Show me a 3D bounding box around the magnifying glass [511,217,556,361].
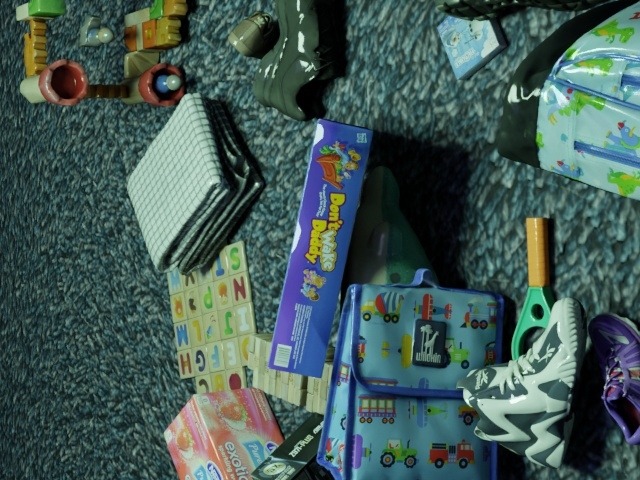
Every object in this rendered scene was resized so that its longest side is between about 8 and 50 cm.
[{"bbox_3d":[0.290,0.085,1.421,0.092,0.026,0.231,0,91,52],"label":"magnifying glass"}]

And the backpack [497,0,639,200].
[{"bbox_3d":[0.405,-0.137,1.062,0.355,0.290,0.273,40,141,36],"label":"backpack"}]

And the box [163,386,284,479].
[{"bbox_3d":[-0.138,0.423,1.883,0.142,0.154,0.300,-52,52,39],"label":"box"}]

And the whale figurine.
[{"bbox_3d":[0.107,0.029,1.583,0.216,0.141,0.272,101,174,-63],"label":"whale figurine"}]

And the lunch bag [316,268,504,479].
[{"bbox_3d":[0.130,0.183,1.463,0.138,0.221,0.293,-160,75,-74],"label":"lunch bag"}]

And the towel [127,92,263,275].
[{"bbox_3d":[-0.239,-0.105,2.004,0.283,0.121,0.235,-50,47,35],"label":"towel"}]

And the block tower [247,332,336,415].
[{"bbox_3d":[0.014,0.225,1.727,0.335,0.097,0.091,14,103,52],"label":"block tower"}]

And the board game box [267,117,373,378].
[{"bbox_3d":[0.000,0.000,1.555,0.233,0.078,0.347,-85,6,-83],"label":"board game box"}]

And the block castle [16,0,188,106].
[{"bbox_3d":[-0.413,-0.478,2.053,0.213,0.303,0.453,0,93,51],"label":"block castle"}]

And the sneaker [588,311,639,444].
[{"bbox_3d":[0.366,0.165,1.293,0.068,0.071,0.170,-42,59,44],"label":"sneaker"}]

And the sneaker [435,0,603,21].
[{"bbox_3d":[0.259,-0.350,1.375,0.267,0.101,0.106,6,83,43],"label":"sneaker"}]

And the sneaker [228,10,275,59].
[{"bbox_3d":[-0.101,-0.350,1.812,0.071,0.188,0.066,-42,98,14],"label":"sneaker"}]

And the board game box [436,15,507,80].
[{"bbox_3d":[0.211,-0.286,1.502,0.090,0.020,0.090,-38,63,46],"label":"board game box"}]

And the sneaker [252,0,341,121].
[{"bbox_3d":[-0.013,-0.325,1.735,0.130,0.109,0.286,38,128,33],"label":"sneaker"}]

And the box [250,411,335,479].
[{"bbox_3d":[0.000,0.382,1.650,0.077,0.147,0.180,14,139,50],"label":"box"}]

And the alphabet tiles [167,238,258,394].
[{"bbox_3d":[-0.212,0.140,2.070,0.285,0.011,0.342,-18,78,50],"label":"alphabet tiles"}]

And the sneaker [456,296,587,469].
[{"bbox_3d":[0.250,0.171,1.364,0.153,0.094,0.235,11,122,18],"label":"sneaker"}]
